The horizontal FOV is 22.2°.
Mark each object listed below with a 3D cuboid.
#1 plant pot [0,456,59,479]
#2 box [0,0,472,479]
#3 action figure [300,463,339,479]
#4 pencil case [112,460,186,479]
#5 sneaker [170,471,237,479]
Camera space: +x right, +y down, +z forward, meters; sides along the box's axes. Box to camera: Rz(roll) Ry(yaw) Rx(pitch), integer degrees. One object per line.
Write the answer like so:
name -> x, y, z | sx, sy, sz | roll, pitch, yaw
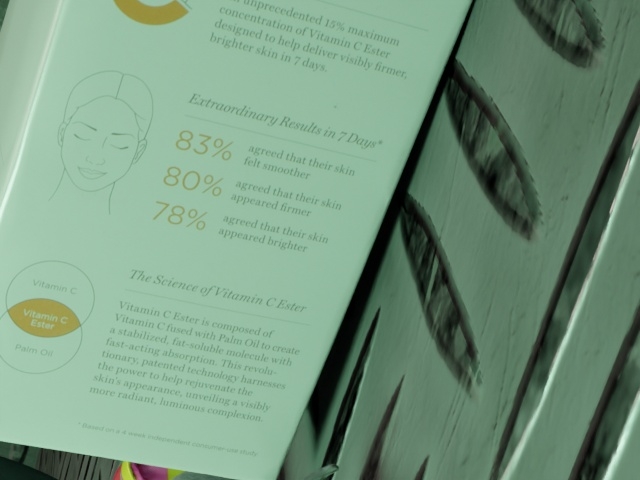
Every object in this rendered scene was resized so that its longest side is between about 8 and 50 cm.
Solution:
plant pot -> -0.257, 0.320, 1.390 | 0.290, 0.195, 0.290 | -18, 69, 60
box -> -0.084, -0.056, 0.954 | 0.168, 0.215, 0.345 | -116, 43, -59
action figure -> -0.053, 0.244, 0.800 | 0.164, 0.141, 0.276 | 132, 145, -69
pencil case -> -0.116, 0.220, 1.216 | 0.236, 0.104, 0.104 | 118, 160, -46
sneaker -> -0.085, 0.280, 1.012 | 0.268, 0.101, 0.153 | -85, 12, -55
